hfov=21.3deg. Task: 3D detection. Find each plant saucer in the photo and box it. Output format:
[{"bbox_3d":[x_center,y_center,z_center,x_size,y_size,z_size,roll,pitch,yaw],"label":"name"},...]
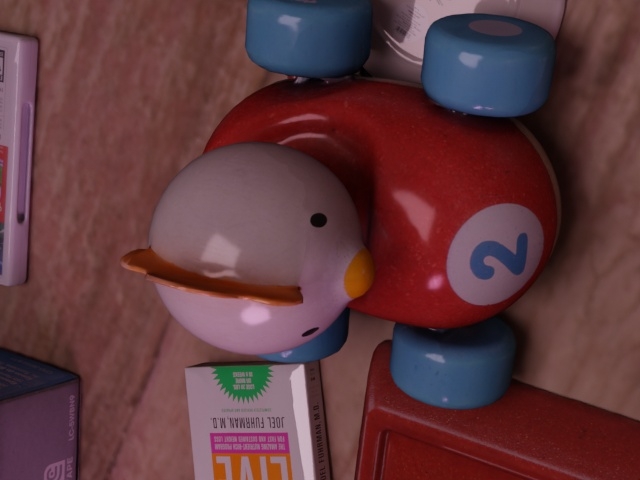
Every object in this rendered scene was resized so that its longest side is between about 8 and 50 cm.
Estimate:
[{"bbox_3d":[0.111,0.217,1.013,0.258,0.048,0.259,16,106,33],"label":"plant saucer"}]

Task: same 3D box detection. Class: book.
[{"bbox_3d":[-0.037,0.152,1.123,0.096,0.035,0.144,-5,93,34],"label":"book"}]

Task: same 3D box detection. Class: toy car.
[{"bbox_3d":[0.000,0.000,0.911,0.210,0.238,0.219,15,115,22],"label":"toy car"}]

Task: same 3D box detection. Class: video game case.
[{"bbox_3d":[-0.293,-0.075,1.276,0.201,0.023,0.183,14,106,33],"label":"video game case"}]

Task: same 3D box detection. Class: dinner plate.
[{"bbox_3d":[0.070,-0.145,0.978,0.141,0.017,0.141,6,107,21],"label":"dinner plate"}]

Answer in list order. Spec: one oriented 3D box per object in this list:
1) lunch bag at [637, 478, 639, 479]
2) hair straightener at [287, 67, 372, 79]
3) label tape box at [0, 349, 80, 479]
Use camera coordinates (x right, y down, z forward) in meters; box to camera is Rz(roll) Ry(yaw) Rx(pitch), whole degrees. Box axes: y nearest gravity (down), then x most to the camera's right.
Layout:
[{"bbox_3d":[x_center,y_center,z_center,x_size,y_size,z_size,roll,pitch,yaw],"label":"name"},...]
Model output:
[{"bbox_3d":[0.275,0.198,0.766,0.303,0.243,0.115,26,113,31],"label":"lunch bag"},{"bbox_3d":[0.010,-0.126,1.029,0.089,0.047,0.230,5,101,36],"label":"hair straightener"},{"bbox_3d":[-0.367,0.144,1.172,0.241,0.334,0.105,13,105,34],"label":"label tape box"}]
